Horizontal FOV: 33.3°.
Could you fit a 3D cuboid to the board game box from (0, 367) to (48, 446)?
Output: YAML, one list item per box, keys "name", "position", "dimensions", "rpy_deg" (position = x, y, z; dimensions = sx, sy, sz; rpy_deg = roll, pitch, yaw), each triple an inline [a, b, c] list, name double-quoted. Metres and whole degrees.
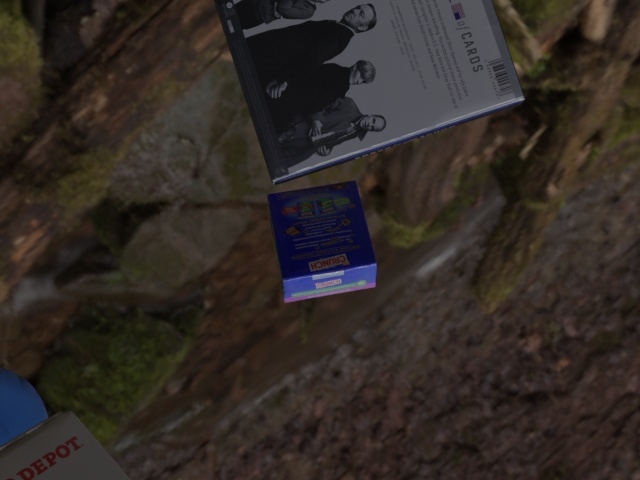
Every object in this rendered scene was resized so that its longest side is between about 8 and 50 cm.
- name: "board game box"
  position: [-0.467, 0.267, 1.541]
  dimensions: [0.033, 0.133, 0.169]
  rpy_deg: [-24, -163, 29]

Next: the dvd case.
- name: "dvd case"
  position: [0.043, -0.171, 0.968]
  dimensions: [0.238, 0.179, 0.029]
  rpy_deg: [-18, 176, 1]

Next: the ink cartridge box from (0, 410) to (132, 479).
- name: "ink cartridge box"
  position: [-0.209, 0.304, 0.884]
  dimensions: [0.114, 0.273, 0.197]
  rpy_deg: [-47, 170, 32]

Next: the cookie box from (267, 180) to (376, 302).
- name: "cookie box"
  position: [0.000, 0.000, 1.030]
  dimensions: [0.091, 0.107, 0.040]
  rpy_deg: [-9, 141, -3]
